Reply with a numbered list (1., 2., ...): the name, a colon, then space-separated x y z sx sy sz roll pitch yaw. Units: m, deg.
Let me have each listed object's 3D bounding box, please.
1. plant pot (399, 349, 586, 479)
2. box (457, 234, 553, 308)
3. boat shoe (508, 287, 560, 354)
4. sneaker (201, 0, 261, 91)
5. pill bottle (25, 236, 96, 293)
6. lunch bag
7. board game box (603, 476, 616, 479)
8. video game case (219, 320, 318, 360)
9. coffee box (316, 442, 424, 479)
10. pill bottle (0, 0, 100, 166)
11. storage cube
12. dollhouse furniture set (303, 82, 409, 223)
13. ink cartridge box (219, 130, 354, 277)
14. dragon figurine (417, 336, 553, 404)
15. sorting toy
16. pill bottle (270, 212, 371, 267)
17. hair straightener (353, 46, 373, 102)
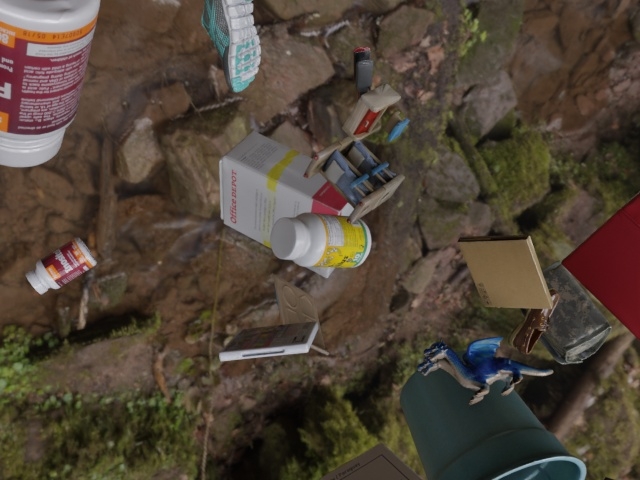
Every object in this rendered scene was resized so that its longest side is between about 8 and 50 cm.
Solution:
1. plant pot: 0.361 0.460 1.404 0.342 0.334 0.341 -11 131 -13
2. box: 0.414 0.073 1.353 0.021 0.165 0.201 -51 124 -37
3. boat shoe: 0.534 0.200 1.480 0.064 0.060 0.177 24 102 -36
4. sneaker: -0.133 -0.298 0.864 0.065 0.076 0.166 -31 129 -46
5. pill bottle: -0.647 0.066 1.512 0.152 0.086 0.086 -36 140 -14
6. lunch bag: 0.697 0.224 1.754 0.169 0.235 0.287 -33 151 7
7. board game box: 0.552 0.514 0.974 0.165 0.243 0.042 16 120 6
8. video game case: -0.105 0.216 1.311 0.184 0.201 0.023 -7 95 6
9. coffee box: 0.029 0.427 0.426 0.338 0.334 0.337 -24 111 -21
10. pill bottle: -0.564 -0.334 1.143 0.224 0.224 0.392 -2 147 -33
11. storage cube: 0.560 0.019 0.989 0.184 0.193 0.215 -33 161 -24
12. dollhouse furniture set: 0.082 -0.149 1.060 0.129 0.129 0.183 -35 166 -39
13. ink cartridge box: -0.090 -0.107 1.761 0.160 0.385 0.279 -50 160 -38
14. dragon figurine: 0.360 0.261 1.310 0.290 0.143 0.085 -14 149 -8
15. sorting toy: -0.062 0.204 1.642 0.038 0.208 0.193 -32 142 18
16. pill bottle: 0.000 0.000 1.307 0.209 0.117 0.117 4 126 -43
17. hair straightener: 0.098 -0.344 1.440 0.047 0.088 0.230 -5 149 -6
